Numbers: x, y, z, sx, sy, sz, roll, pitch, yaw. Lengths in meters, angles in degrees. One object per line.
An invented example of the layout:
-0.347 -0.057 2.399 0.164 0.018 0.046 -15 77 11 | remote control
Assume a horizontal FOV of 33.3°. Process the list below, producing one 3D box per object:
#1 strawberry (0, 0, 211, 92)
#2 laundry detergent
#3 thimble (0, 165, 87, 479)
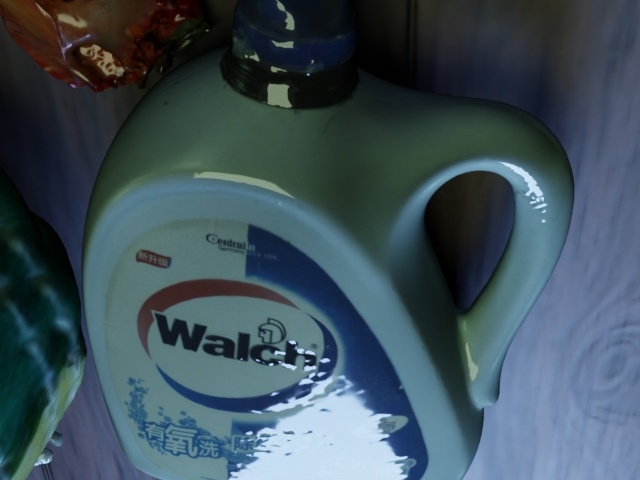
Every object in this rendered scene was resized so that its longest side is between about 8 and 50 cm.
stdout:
-0.104 -0.126 0.451 0.103 0.048 0.152 -12 128 22 | strawberry
0.000 0.000 0.485 0.214 0.105 0.281 8 129 -1 | laundry detergent
-0.256 0.054 0.563 0.254 0.167 0.288 5 135 26 | thimble
